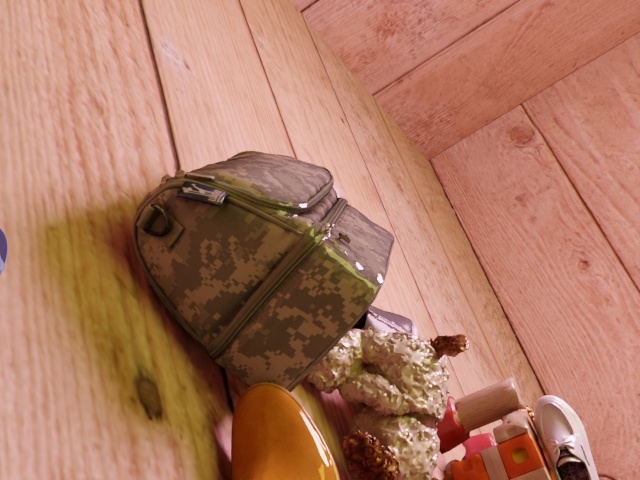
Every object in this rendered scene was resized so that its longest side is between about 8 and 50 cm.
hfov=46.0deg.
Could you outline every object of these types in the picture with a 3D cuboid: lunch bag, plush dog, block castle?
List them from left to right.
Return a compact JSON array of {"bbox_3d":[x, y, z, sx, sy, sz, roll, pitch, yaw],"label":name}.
[{"bbox_3d":[-0.068,0.011,0.909,0.256,0.212,0.305,39,16,-1],"label":"lunch bag"},{"bbox_3d":[0.113,0.250,1.067,0.262,0.211,0.225,35,52,-53],"label":"plush dog"},{"bbox_3d":[0.300,0.468,1.149,0.303,0.213,0.453,46,23,-49],"label":"block castle"}]

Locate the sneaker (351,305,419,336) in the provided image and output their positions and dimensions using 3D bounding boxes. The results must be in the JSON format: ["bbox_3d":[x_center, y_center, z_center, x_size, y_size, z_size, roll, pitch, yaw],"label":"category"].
[{"bbox_3d":[0.106,0.213,1.285,0.118,0.083,0.222,26,41,-23],"label":"sneaker"}]

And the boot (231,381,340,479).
[{"bbox_3d":[-0.062,0.253,0.660,0.211,0.104,0.295,31,36,-58],"label":"boot"}]

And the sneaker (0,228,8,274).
[{"bbox_3d":[-0.264,0.020,0.562,0.053,0.059,0.144,50,18,-20],"label":"sneaker"}]

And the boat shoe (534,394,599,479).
[{"bbox_3d":[0.353,0.311,1.075,0.063,0.066,0.184,31,45,-65],"label":"boat shoe"}]
